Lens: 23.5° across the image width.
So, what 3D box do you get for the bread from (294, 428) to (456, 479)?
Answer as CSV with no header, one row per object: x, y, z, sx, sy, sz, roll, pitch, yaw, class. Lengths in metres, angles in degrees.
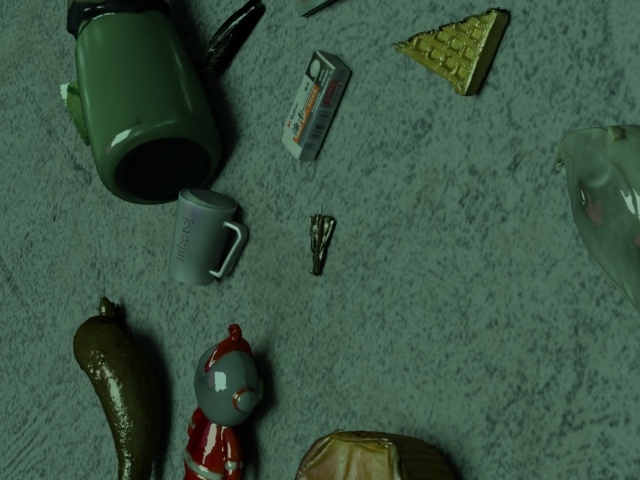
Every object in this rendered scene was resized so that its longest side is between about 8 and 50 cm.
0.059,0.285,1.549,0.199,0.104,0.199,-21,64,50,bread

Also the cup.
-0.141,-0.001,1.948,0.104,0.074,0.116,23,109,27,cup

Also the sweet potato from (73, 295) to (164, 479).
-0.273,0.188,2.082,0.124,0.098,0.310,103,152,-49,sweet potato

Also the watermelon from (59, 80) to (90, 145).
-0.320,-0.191,2.213,0.158,0.121,0.098,8,109,60,watermelon

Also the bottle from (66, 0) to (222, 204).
-0.248,-0.223,2.045,0.168,0.168,0.347,-52,46,39,bottle

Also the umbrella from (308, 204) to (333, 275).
-0.001,0.000,1.769,0.031,0.020,0.083,9,92,18,umbrella

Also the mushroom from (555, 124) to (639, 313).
0.295,0.023,1.248,0.109,0.097,0.351,-60,44,36,mushroom

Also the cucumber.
-0.118,-0.265,1.981,0.135,0.034,0.033,-52,39,38,cucumber

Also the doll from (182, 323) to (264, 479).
-0.121,0.213,1.864,0.142,0.076,0.245,36,118,52,doll

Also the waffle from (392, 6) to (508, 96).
0.133,-0.216,1.597,0.153,0.023,0.097,42,118,52,waffle

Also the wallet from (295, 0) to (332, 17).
0.011,-0.331,1.770,0.196,0.020,0.103,-18,86,62,wallet

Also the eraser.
-0.006,-0.157,1.794,0.052,0.029,0.122,52,126,48,eraser
